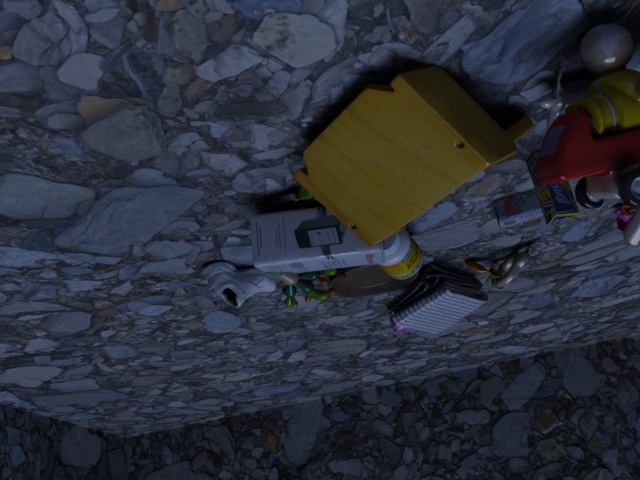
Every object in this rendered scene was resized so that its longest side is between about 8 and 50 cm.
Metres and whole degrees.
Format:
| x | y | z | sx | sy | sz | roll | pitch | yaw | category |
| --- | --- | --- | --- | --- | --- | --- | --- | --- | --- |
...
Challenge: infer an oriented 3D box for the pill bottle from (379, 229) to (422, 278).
| x | y | z | sx | sy | sz | roll | pitch | yaw | category |
| --- | --- | --- | --- | --- | --- | --- | --- | --- | --- |
| 0.188 | 0.020 | 1.781 | 0.117 | 0.118 | 0.208 | -18 | 155 | 16 | pill bottle |

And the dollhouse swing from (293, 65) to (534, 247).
| x | y | z | sx | sy | sz | roll | pitch | yaw | category |
| --- | --- | --- | --- | --- | --- | --- | --- | --- | --- |
| 0.199 | -0.202 | 1.373 | 0.315 | 0.305 | 0.347 | 43 | 138 | -8 | dollhouse swing |

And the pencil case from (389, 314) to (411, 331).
| x | y | z | sx | sy | sz | roll | pitch | yaw | category |
| --- | --- | --- | --- | --- | --- | --- | --- | --- | --- |
| 0.362 | 0.262 | 2.410 | 0.236 | 0.105 | 0.104 | -9 | 156 | 1 | pencil case |

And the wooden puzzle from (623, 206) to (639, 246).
| x | y | z | sx | sy | sz | roll | pitch | yaw | category |
| --- | --- | --- | --- | --- | --- | --- | --- | --- | --- |
| 0.956 | -0.122 | 1.707 | 0.347 | 0.081 | 0.322 | 5 | 124 | -22 | wooden puzzle |

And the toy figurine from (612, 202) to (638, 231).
| x | y | z | sx | sy | sz | roll | pitch | yaw | category |
| --- | --- | --- | --- | --- | --- | --- | --- | --- | --- |
| 0.876 | -0.073 | 1.881 | 0.173 | 0.130 | 0.159 | 23 | 155 | -16 | toy figurine |

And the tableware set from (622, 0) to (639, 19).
| x | y | z | sx | sy | sz | roll | pitch | yaw | category |
| --- | --- | --- | --- | --- | --- | --- | --- | --- | --- |
| 0.578 | -0.405 | 1.115 | 0.103 | 0.024 | 0.154 | -4 | 155 | -15 | tableware set |

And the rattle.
| x | y | z | sx | sy | sz | roll | pitch | yaw | category |
| --- | --- | --- | --- | --- | --- | --- | --- | --- | --- |
| 0.569 | 0.042 | 2.090 | 0.130 | 0.143 | 0.200 | -31 | 162 | -51 | rattle |

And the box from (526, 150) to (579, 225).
| x | y | z | sx | sy | sz | roll | pitch | yaw | category |
| --- | --- | --- | --- | --- | --- | --- | --- | --- | --- |
| 0.523 | -0.121 | 1.540 | 0.059 | 0.169 | 0.054 | -5 | 155 | -9 | box |

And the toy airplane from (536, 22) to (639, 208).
| x | y | z | sx | sy | sz | roll | pitch | yaw | category |
| --- | --- | --- | --- | --- | --- | --- | --- | --- | --- |
| 0.554 | -0.259 | 1.160 | 0.386 | 0.273 | 0.384 | -29 | -170 | 34 | toy airplane |

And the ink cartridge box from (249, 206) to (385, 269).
| x | y | z | sx | sy | sz | roll | pitch | yaw | category |
| --- | --- | --- | --- | --- | --- | --- | --- | --- | --- |
| 0.000 | 0.000 | 1.587 | 0.288 | 0.122 | 0.211 | -7 | 170 | 5 | ink cartridge box |

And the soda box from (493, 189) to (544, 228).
| x | y | z | sx | sy | sz | roll | pitch | yaw | category |
| --- | --- | --- | --- | --- | --- | --- | --- | --- | --- |
| 0.542 | -0.090 | 1.752 | 0.183 | 0.058 | 0.063 | -17 | 155 | 12 | soda box |

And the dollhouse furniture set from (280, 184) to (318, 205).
| x | y | z | sx | sy | sz | roll | pitch | yaw | category |
| --- | --- | --- | --- | --- | --- | --- | --- | --- | --- |
| -0.022 | -0.117 | 1.516 | 0.076 | 0.059 | 0.151 | 1 | 174 | -40 | dollhouse furniture set |

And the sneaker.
| x | y | z | sx | sy | sz | roll | pitch | yaw | category |
| --- | --- | --- | --- | --- | --- | --- | --- | --- | --- |
| -0.218 | 0.135 | 1.879 | 0.232 | 0.115 | 0.090 | 11 | 149 | -39 | sneaker |

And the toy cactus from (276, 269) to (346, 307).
| x | y | z | sx | sy | sz | roll | pitch | yaw | category |
| --- | --- | --- | --- | --- | --- | --- | --- | --- | --- |
| -0.051 | 0.112 | 1.947 | 0.180 | 0.112 | 0.219 | 31 | 139 | -30 | toy cactus |

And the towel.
| x | y | z | sx | sy | sz | roll | pitch | yaw | category |
| --- | --- | --- | --- | --- | --- | --- | --- | --- | --- |
| 0.373 | 0.192 | 2.198 | 0.235 | 0.121 | 0.283 | -38 | 146 | 30 | towel |

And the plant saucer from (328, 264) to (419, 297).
| x | y | z | sx | sy | sz | roll | pitch | yaw | category |
| --- | --- | --- | --- | --- | --- | --- | --- | --- | --- |
| 0.158 | 0.108 | 2.061 | 0.277 | 0.041 | 0.278 | -8 | 155 | -4 | plant saucer |
